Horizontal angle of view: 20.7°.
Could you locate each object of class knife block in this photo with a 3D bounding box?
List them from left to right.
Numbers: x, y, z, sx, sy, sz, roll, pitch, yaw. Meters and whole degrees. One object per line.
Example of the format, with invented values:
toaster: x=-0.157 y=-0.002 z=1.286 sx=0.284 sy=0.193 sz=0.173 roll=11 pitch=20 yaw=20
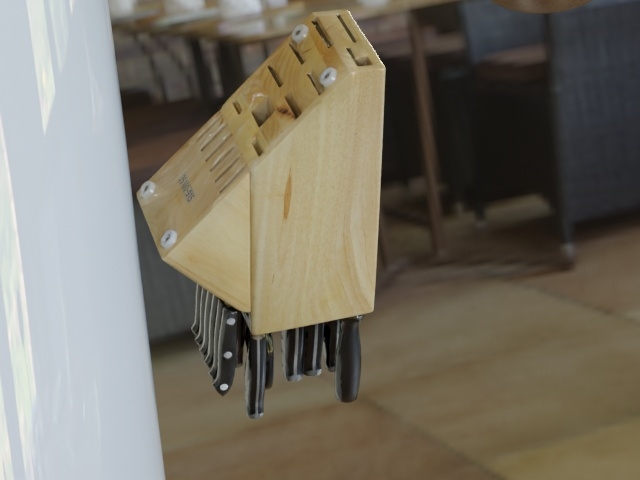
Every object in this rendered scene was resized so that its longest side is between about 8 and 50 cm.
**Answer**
knife block: x=0.000 y=0.000 z=1.286 sx=0.275 sy=0.242 sz=0.088 roll=-45 pitch=39 yaw=14

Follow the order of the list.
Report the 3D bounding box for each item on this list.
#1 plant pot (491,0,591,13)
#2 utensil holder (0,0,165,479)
plant pot: x=0.128 y=-0.231 z=1.071 sx=0.167 sy=0.167 sz=0.165 roll=-8 pitch=-23 yaw=15
utensil holder: x=-0.224 y=0.048 z=0.691 sx=0.327 sy=0.385 sz=0.327 roll=-7 pitch=-4 yaw=-1
